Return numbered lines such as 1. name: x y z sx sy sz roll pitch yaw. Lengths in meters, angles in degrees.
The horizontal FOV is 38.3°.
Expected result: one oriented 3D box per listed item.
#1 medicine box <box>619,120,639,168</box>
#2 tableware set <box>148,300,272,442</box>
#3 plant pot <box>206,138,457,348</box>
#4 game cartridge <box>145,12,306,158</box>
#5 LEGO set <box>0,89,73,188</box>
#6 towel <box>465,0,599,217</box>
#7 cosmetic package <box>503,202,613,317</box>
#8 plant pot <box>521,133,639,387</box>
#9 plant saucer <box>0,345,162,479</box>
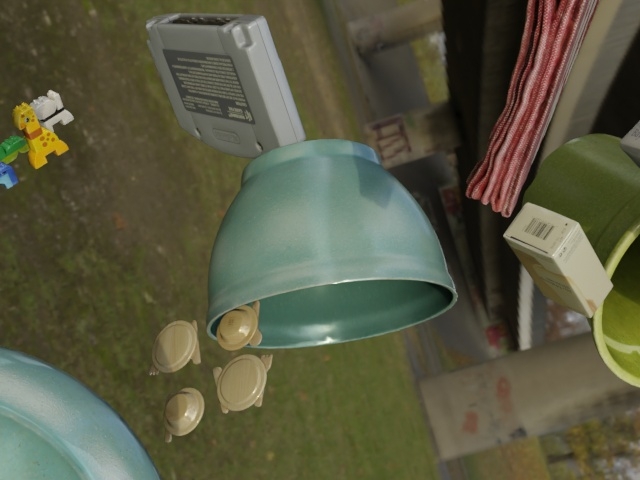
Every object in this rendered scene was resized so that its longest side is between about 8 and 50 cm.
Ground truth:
1. medicine box: 0.471 -0.090 0.807 0.263 0.289 0.149 42 5 -16
2. tableware set: -0.124 0.140 1.025 0.020 0.169 0.141 43 33 -47
3. plant pot: 0.000 0.000 1.103 0.293 0.293 0.196 56 23 -70
4. game cartridge: -0.134 -0.213 1.271 0.297 0.062 0.198 20 -40 52
5. LEGO set: -0.432 -0.143 1.280 0.087 0.227 0.093 27 -37 32
6. towel: 0.188 -0.202 0.650 0.237 0.037 0.329 99 17 -47
7. cosmetic package: 0.219 0.019 0.843 0.060 0.041 0.115 28 -13 45
8. plant pot: 0.384 -0.005 1.115 0.254 0.276 0.276 -124 -169 -57
9. plant saucer: -0.241 0.213 0.543 0.043 0.318 0.317 122 -47 -74
